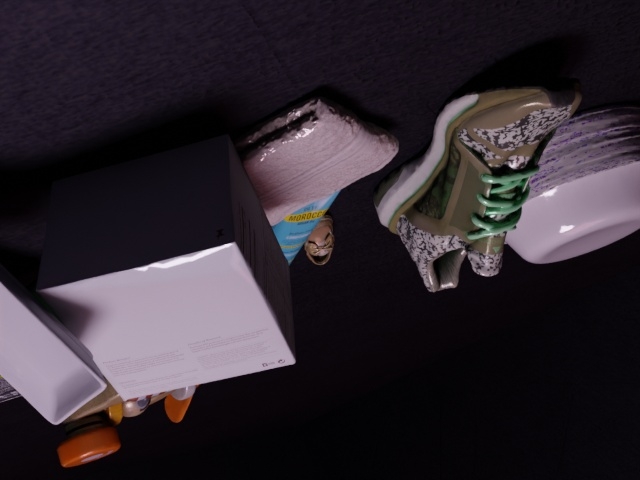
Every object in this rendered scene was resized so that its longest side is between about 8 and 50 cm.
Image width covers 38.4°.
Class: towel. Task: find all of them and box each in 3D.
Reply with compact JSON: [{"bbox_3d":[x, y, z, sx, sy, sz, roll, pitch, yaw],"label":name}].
[{"bbox_3d":[-0.068,-0.067,1.025,0.282,0.049,0.187,-26,163,23],"label":"towel"}]

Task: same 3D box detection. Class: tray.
[{"bbox_3d":[-0.314,0.055,0.860,0.145,0.270,0.030,-35,-169,49],"label":"tray"}]

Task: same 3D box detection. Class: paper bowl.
[{"bbox_3d":[0.363,-0.065,1.321,0.284,0.148,0.284,-18,165,-5],"label":"paper bowl"}]

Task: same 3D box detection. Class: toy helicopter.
[{"bbox_3d":[-0.205,0.191,1.297,0.355,0.140,0.235,-28,163,21],"label":"toy helicopter"}]

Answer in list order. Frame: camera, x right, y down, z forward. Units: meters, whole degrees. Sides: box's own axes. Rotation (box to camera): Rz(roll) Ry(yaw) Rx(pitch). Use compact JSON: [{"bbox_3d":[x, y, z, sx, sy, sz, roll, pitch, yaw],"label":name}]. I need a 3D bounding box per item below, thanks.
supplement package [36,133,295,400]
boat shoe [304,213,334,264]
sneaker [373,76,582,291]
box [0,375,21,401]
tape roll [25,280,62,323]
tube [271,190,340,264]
[{"bbox_3d":[-0.147,0.033,0.931,0.194,0.149,0.203,-14,138,7],"label":"supplement package"},{"bbox_3d":[0.000,0.000,1.316,0.050,0.045,0.135,-18,164,-2],"label":"boat shoe"},{"bbox_3d":[0.207,-0.054,1.118,0.158,0.182,0.410,-12,162,-21],"label":"sneaker"},{"bbox_3d":[-0.442,0.145,1.047,0.270,0.060,0.216,-19,156,16],"label":"box"},{"bbox_3d":[-0.272,0.100,1.300,0.321,0.077,0.321,-16,163,-5],"label":"tape roll"},{"bbox_3d":[-0.036,-0.022,1.218,0.080,0.052,0.207,-17,159,-28],"label":"tube"}]
